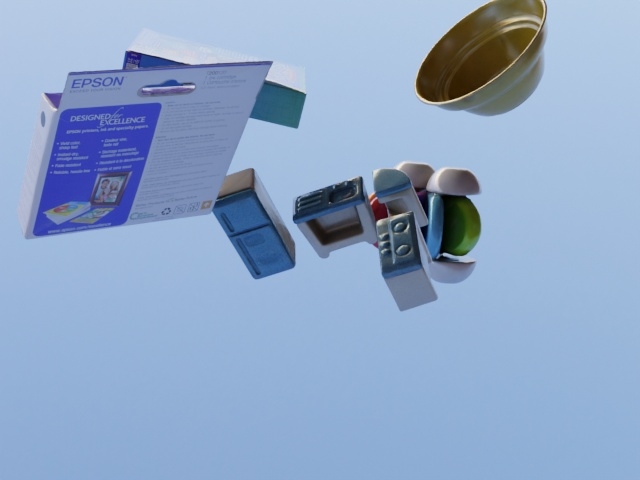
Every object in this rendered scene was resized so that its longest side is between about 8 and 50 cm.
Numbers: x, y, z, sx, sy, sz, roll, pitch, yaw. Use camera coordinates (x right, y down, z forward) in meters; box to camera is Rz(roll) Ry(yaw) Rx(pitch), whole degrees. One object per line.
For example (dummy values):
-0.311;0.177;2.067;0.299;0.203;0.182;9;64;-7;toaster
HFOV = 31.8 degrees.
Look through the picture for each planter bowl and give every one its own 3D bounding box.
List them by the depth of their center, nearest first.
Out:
0.244;-0.239;1.566;0.090;0.217;0.217;45;-143;-27;planter bowl

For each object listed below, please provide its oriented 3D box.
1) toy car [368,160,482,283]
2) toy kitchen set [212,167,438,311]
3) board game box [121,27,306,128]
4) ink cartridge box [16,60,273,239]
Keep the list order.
0.131;-0.026;1.547;0.136;0.159;0.182;-4;-168;-42;toy car
0.000;0.000;1.159;0.166;0.207;0.122;-92;-21;-49;toy kitchen set
-0.123;-0.196;1.341;0.210;0.047;0.160;12;-161;-5;board game box
-0.168;-0.096;1.053;0.206;0.208;0.045;-9;-127;-35;ink cartridge box
